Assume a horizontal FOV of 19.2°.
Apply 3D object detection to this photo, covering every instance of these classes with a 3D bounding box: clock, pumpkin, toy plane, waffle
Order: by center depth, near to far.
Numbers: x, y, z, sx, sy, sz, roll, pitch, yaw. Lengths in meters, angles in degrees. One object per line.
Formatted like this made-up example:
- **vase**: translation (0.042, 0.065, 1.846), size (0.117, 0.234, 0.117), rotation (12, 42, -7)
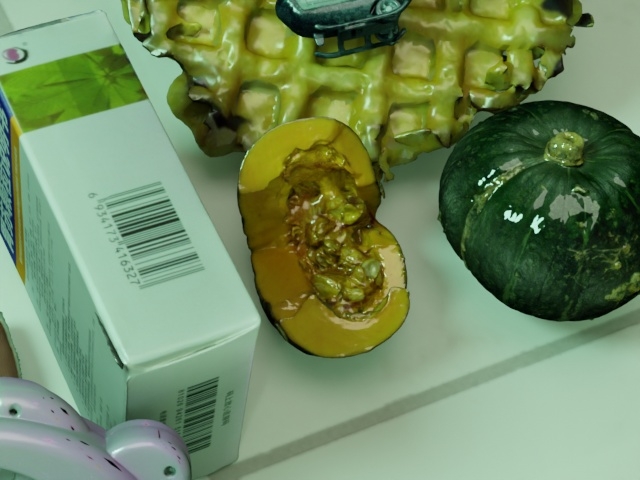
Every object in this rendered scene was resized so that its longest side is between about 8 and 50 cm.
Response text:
- **clock**: translation (-0.217, 0.202, 1.255), size (0.247, 0.228, 0.090), rotation (6, 13, -8)
- **pumpkin**: translation (0.000, 0.000, 1.471), size (0.119, 0.107, 0.183), rotation (-13, 88, -8)
- **pumpkin**: translation (0.188, -0.025, 1.490), size (0.190, 0.146, 0.190), rotation (8, 59, -14)
- **toy plane**: translation (0.053, -0.209, 1.497), size (0.235, 0.060, 0.096), rotation (-14, 73, -4)
- **waffle**: translation (0.020, -0.233, 1.562), size (0.382, 0.095, 0.380), rotation (-33, 86, -6)

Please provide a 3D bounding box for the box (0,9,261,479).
- **box**: translation (-0.154, 0.011, 1.391), size (0.106, 0.200, 0.299), rotation (-17, 60, -19)

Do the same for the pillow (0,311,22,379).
- **pillow**: translation (-0.291, 0.135, 1.366), size (0.179, 0.075, 0.171), rotation (-17, 59, -19)
